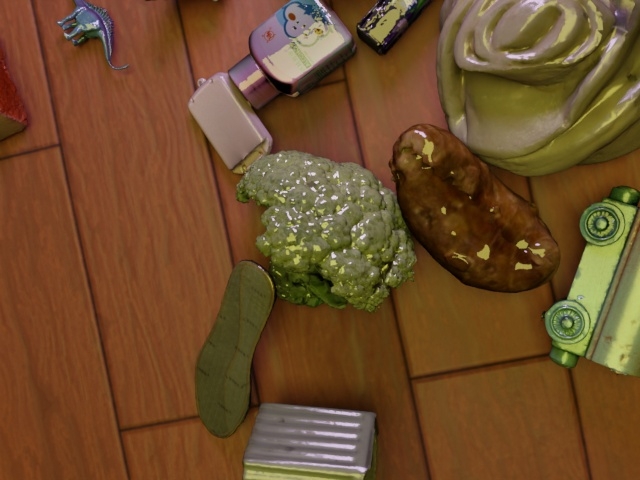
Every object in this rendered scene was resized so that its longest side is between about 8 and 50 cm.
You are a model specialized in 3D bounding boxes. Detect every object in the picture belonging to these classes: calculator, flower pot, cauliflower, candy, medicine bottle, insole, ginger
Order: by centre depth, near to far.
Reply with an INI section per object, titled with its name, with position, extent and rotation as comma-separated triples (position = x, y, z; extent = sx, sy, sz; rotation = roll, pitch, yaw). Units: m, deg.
[ginger]
position = 0.209, -0.040, 1.222
extent = 0.321, 0.172, 0.165
rotation = 40, 70, -16
[flower pot]
position = -0.011, 0.372, 1.256
extent = 0.190, 0.209, 0.239
rotation = 2, 94, 9
[cauliflower]
position = 0.000, 0.000, 1.266
extent = 0.272, 0.275, 0.250
rotation = 12, 132, -17
[candy]
position = 0.177, -0.421, 1.266
extent = 0.061, 0.088, 0.312
rotation = 42, 96, 0
[insole]
position = -0.139, 0.178, 1.290
extent = 0.119, 0.009, 0.348
rotation = 33, 123, 21
[medicine bottle]
position = -0.048, -0.292, 1.298
extent = 0.188, 0.094, 0.119
rotation = -37, 85, 7
[calculator]
position = -0.148, -0.189, 1.330
extent = 0.100, 0.032, 0.175
rotation = -36, 86, 35

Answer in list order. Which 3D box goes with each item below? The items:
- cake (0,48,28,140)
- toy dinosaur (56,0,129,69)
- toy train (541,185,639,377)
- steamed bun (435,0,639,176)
[cake]
position = -0.598, -0.271, 1.399
extent = 0.158, 0.159, 0.262
rotation = -19, 54, 8
[toy dinosaur]
position = -0.387, -0.357, 1.368
extent = 0.080, 0.045, 0.197
rotation = -34, 83, -3
[toy train]
position = 0.444, 0.067, 1.219
extent = 0.177, 0.116, 0.285
rotation = 20, 94, 20
[steamed bun]
position = 0.328, -0.283, 1.169
extent = 0.343, 0.255, 0.367
rotation = -14, 88, 11
